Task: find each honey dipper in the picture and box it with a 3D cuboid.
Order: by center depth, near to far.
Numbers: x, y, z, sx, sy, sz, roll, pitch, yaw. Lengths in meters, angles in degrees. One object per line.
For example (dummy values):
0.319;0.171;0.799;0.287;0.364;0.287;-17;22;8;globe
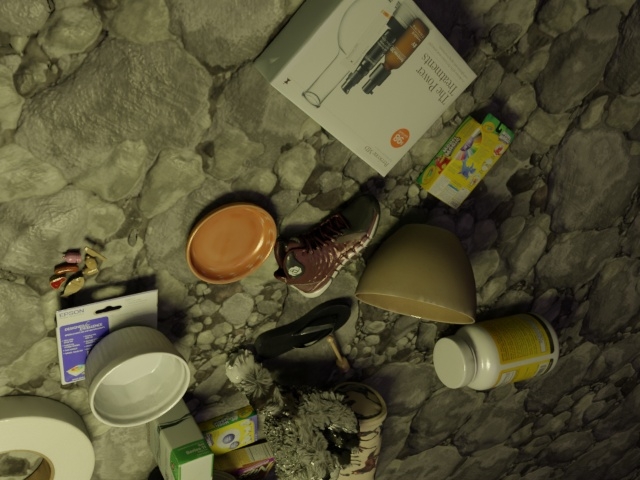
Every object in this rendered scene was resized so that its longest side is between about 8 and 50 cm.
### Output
0.043;0.289;2.012;0.030;0.030;0.160;-32;141;-7;honey dipper

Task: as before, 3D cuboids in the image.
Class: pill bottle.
0.493;0.317;2.227;0.334;0.188;0.188;-6;127;-29;pill bottle

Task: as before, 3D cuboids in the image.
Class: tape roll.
-0.685;0.498;1.688;0.392;0.072;0.392;-18;132;-21;tape roll

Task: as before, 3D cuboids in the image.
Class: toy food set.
-0.473;0.056;1.508;0.122;0.019;0.078;-38;136;10;toy food set

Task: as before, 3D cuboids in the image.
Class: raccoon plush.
-0.098;0.453;1.986;0.216;0.446;0.299;-40;-177;-39;raccoon plush

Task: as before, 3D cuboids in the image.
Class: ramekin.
-0.382;0.271;1.611;0.207;0.109;0.207;-19;134;-20;ramekin

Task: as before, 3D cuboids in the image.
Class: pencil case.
0.075;0.569;2.176;0.183;0.160;0.410;3;126;-5;pencil case

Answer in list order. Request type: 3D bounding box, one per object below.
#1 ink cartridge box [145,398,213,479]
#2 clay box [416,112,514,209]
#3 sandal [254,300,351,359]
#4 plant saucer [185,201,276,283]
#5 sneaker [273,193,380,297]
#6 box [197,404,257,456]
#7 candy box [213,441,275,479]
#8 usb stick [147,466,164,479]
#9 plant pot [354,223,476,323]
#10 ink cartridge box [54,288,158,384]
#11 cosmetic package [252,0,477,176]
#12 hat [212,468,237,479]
-0.327;0.475;1.805;0.087;0.208;0.153;-14;132;-28;ink cartridge box
0.336;-0.189;1.812;0.127;0.053;0.222;27;106;-43;clay box
-0.034;0.229;1.905;0.254;0.054;0.097;-25;135;-14;sandal
-0.188;0.001;1.634;0.200;0.037;0.200;-18;133;-20;plant saucer
0.000;0.000;1.711;0.162;0.106;0.281;23;111;-39;sneaker
-0.248;0.491;1.988;0.179;0.043;0.105;-15;130;-21;box
-0.215;0.597;2.069;0.187;0.053;0.109;-3;136;-34;candy box
-0.383;0.680;2.040;0.077;0.045;0.278;-50;144;-31;usb stick
0.238;0.070;1.837;0.284;0.284;0.191;25;74;-43;plant pot
-0.437;0.188;1.616;0.206;0.045;0.208;-11;132;-26;ink cartridge box
0.097;-0.328;1.516;0.284;0.097;0.377;-46;136;11;cosmetic package
-0.348;0.694;1.941;0.331;0.134;0.331;-15;114;-38;hat
